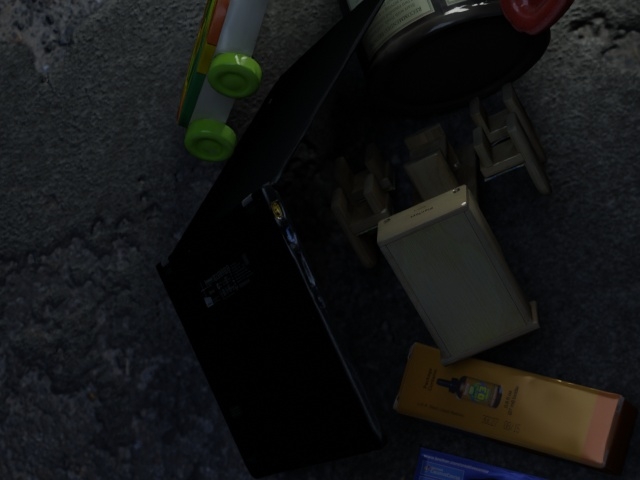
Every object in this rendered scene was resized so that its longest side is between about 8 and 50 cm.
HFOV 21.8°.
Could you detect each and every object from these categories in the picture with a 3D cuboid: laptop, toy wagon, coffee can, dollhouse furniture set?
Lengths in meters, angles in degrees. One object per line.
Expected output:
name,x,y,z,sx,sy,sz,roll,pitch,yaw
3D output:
laptop,0.000,0.000,1.709,0.236,0.382,0.408,-23,87,-23
toy wagon,-0.083,-0.261,1.798,0.068,0.344,0.267,15,55,-8
coffee can,0.107,-0.302,1.786,0.201,0.201,0.275,-25,68,16
dollhouse furniture set,0.140,-0.013,1.727,0.212,0.161,0.242,-23,26,16

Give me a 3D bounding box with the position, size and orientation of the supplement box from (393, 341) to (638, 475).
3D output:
supplement box,0.198,0.172,1.696,0.233,0.080,0.078,14,82,24

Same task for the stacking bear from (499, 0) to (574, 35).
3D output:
stacking bear,0.302,-0.338,1.685,0.175,0.289,0.164,60,141,14

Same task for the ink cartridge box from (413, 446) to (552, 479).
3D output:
ink cartridge box,0.136,0.377,1.680,0.185,0.065,0.311,12,80,25
